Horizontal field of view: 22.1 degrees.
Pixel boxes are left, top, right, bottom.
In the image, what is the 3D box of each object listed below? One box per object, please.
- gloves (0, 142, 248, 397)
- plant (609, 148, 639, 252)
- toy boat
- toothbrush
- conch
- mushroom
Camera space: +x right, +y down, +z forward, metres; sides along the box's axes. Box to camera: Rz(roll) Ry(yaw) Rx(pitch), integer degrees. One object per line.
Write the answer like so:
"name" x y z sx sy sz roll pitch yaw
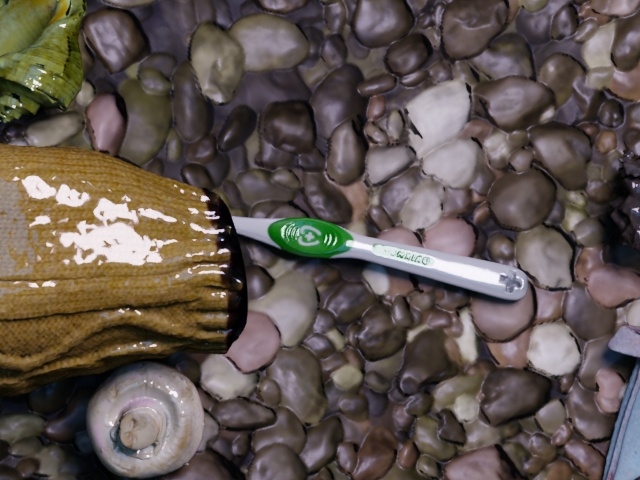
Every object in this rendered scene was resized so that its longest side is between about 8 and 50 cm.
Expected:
"gloves" -0.223 0.019 1.057 0.357 0.203 0.155 9 69 -5
"plant" 0.280 -0.006 1.139 0.174 0.087 0.085 28 66 -7
"toy boat" 0.239 0.127 1.168 0.096 0.034 0.122 14 100 -2
"toothbrush" 0.000 0.000 1.155 0.304 0.030 0.030 13 92 -5
"conch" -0.199 -0.134 1.114 0.089 0.074 0.121 32 67 -36
"mushroom" -0.121 0.125 1.132 0.084 0.067 0.083 0 99 -1
